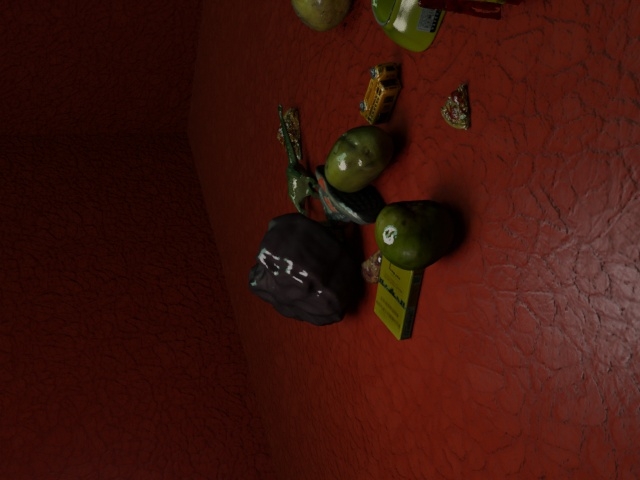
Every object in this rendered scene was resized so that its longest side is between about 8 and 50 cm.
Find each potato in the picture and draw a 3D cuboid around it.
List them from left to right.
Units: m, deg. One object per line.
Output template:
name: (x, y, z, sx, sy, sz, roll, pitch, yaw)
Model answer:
potato: (0.000, -0.728, 1.736, 0.229, 0.230, 0.265, -117, 27, -42)
potato: (0.100, -0.218, 1.615, 0.228, 0.197, 0.148, 14, -123, -83)

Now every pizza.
pizza: (-0.117, -0.379, 2.259, 0.188, 0.062, 0.198, 119, 138, -56)
pizza: (0.291, -0.290, 1.346, 0.099, 0.029, 0.100, -174, 80, -68)

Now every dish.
dish: (0.198, -0.573, 1.405, 0.262, 0.109, 0.221, 120, 138, -54)

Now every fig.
fig: (0.213, -0.011, 1.404, 0.181, 0.181, 0.191, -119, 15, -44)

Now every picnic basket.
picnic basket: (0.000, 0.000, 1.991, 0.164, 0.115, 0.079, 130, 128, -60)

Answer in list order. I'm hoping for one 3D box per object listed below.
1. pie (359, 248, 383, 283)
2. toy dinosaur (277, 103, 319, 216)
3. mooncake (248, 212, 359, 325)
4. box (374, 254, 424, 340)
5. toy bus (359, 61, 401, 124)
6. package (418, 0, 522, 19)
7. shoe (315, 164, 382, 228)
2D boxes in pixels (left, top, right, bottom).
pie: (0.155, 0.076, 1.745, 0.170, 0.034, 0.092, 126, 138, -57)
toy dinosaur: (-0.104, -0.236, 2.196, 0.301, 0.087, 0.446, 46, 141, 46)
mooncake: (-0.058, 0.106, 1.875, 0.212, 0.351, 0.381, -59, -10, -28)
box: (0.208, 0.110, 1.615, 0.153, 0.041, 0.278, -130, 41, -55)
toy bus: (0.160, -0.383, 1.584, 0.074, 0.070, 0.162, 60, 150, 30)
package: (0.340, -0.490, 0.972, 0.424, 0.196, 0.123, 170, 99, -68)
shoe: (0.070, -0.096, 1.801, 0.336, 0.133, 0.170, -125, 32, -53)
